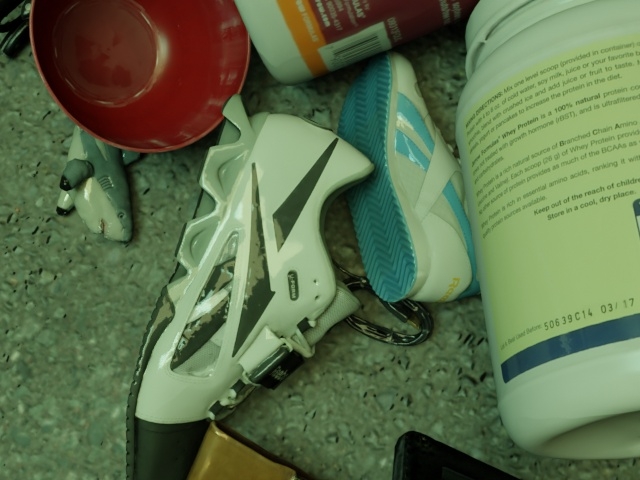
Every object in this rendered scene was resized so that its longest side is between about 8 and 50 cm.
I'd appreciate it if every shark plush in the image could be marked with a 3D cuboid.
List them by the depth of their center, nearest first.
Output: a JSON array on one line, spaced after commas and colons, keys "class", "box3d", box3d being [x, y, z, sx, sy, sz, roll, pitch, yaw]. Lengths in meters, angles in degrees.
[{"class": "shark plush", "box3d": [-0.184, -0.077, 0.880, 0.067, 0.073, 0.161, 13, 57, -13]}]

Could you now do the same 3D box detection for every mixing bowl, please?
[{"class": "mixing bowl", "box3d": [-0.159, -0.161, 0.818, 0.181, 0.098, 0.182, -2, 94, -31]}]

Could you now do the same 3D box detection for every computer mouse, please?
[{"class": "computer mouse", "box3d": [0.000, 0.000, 0.846, 0.242, 0.041, 0.071, 45, 99, 4]}]

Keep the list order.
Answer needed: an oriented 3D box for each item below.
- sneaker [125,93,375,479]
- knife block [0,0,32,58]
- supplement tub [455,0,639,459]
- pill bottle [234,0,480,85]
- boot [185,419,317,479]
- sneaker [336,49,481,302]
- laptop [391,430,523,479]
[{"class": "sneaker", "box3d": [-0.051, 0.065, 0.775, 0.146, 0.122, 0.331, 18, 93, 3]}, {"class": "knife block", "box3d": [-0.242, -0.307, 0.898, 0.242, 0.088, 0.276, -3, 78, 3]}, {"class": "supplement tub", "box3d": [0.224, -0.025, 0.718, 0.235, 0.235, 0.325, -6, 68, 3]}, {"class": "pill bottle", "box3d": [0.109, -0.291, 0.779, 0.392, 0.224, 0.224, -21, 77, 6]}, {"class": "boot", "box3d": [-0.133, 0.261, 0.722, 0.264, 0.096, 0.280, 28, 93, -3]}, {"class": "sneaker", "box3d": [0.076, -0.053, 0.830, 0.092, 0.087, 0.229, 6, 63, -30]}, {"class": "laptop", "box3d": [0.110, 0.401, 0.653, 0.382, 0.236, 0.408, 29, 51, -26]}]
